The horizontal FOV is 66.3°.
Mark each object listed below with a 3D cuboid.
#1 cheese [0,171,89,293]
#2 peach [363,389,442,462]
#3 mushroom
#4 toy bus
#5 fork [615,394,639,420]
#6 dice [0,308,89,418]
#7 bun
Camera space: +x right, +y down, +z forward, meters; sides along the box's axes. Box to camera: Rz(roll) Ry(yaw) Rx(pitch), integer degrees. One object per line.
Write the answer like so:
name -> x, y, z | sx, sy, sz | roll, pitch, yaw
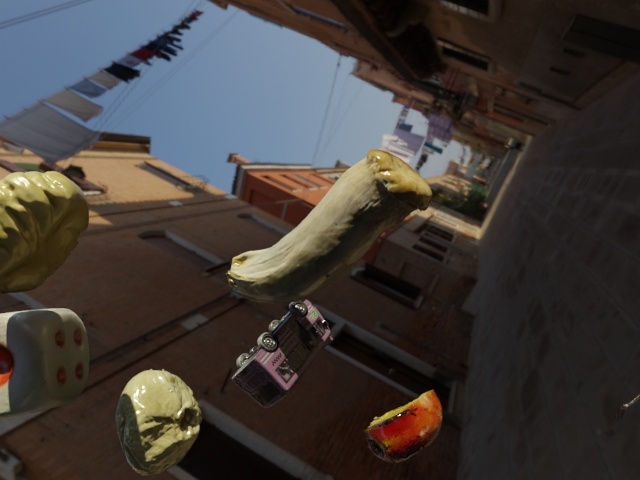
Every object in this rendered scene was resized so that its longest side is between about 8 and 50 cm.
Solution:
cheese -> -0.492, -0.019, 0.825 | 0.214, 0.117, 0.226 | -52, -3, -9
peach -> 0.173, 0.374, 0.966 | 0.172, 0.093, 0.127 | -23, -17, -11
mushroom -> 0.000, 0.000, 0.712 | 0.351, 0.123, 0.095 | -34, -9, 28
toy bus -> -0.056, 0.179, 0.794 | 0.087, 0.098, 0.178 | -47, -2, 36
fork -> 0.540, 0.276, 0.841 | 0.012, 0.016, 0.115 | -112, 26, -46
dice -> -0.590, 0.239, 0.970 | 0.192, 0.193, 0.194 | 78, -177, -83
bun -> -0.337, 0.382, 1.052 | 0.220, 0.134, 0.221 | -14, -90, -77
